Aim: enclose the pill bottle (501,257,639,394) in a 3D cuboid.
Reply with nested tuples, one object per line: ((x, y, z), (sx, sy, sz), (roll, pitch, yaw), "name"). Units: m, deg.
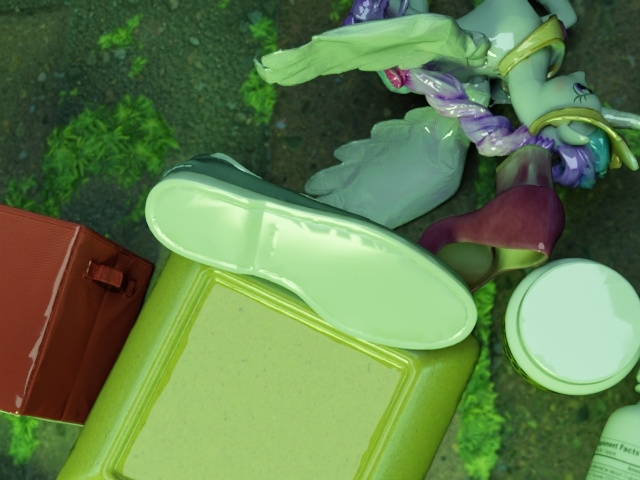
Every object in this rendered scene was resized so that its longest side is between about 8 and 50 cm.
((0.223, 0.078, 0.951), (0.119, 0.208, 0.119), (-1, 81, 8), "pill bottle")

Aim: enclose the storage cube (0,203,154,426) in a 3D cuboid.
((-0.317, 0.074, 1.115), (0.215, 0.183, 0.193), (13, 80, 17), "storage cube")

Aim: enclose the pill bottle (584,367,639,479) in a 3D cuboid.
((0.303, 0.239, 0.918), (0.160, 0.160, 0.283), (20, 81, 19), "pill bottle")

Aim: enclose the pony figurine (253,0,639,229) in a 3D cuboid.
((0.117, -0.182, 1.051), (0.351, 0.302, 0.363), (-13, 57, 2), "pony figurine")

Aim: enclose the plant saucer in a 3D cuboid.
((-0.055, 0.174, 1.034), (0.333, 0.081, 0.332), (25, 82, 7), "plant saucer")

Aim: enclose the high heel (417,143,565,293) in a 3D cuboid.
((0.147, 0.026, 0.985), (0.082, 0.244, 0.117), (22, 49, -17), "high heel")

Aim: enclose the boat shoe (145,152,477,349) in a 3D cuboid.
((0.000, 0.000, 0.999), (0.320, 0.099, 0.116), (21, 121, 1), "boat shoe")
